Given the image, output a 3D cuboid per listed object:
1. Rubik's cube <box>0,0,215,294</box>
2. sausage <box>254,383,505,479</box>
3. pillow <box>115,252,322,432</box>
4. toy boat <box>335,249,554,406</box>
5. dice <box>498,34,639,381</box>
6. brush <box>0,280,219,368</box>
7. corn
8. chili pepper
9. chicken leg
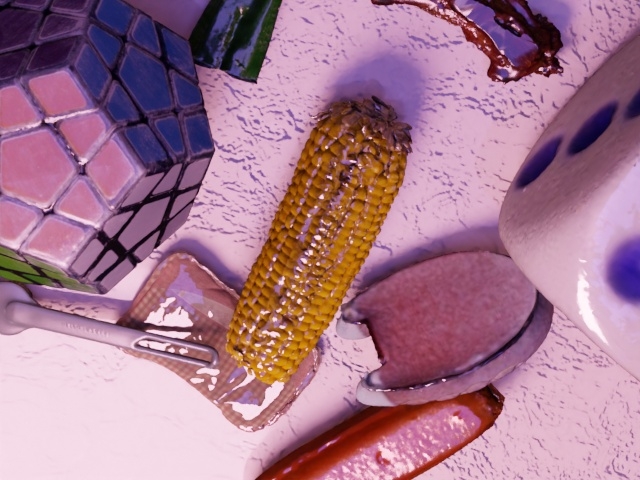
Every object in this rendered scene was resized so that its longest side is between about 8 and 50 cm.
[{"bbox_3d":[-0.260,-0.100,1.716,0.264,0.319,0.319,-25,107,33],"label":"Rubik's cube"},{"bbox_3d":[0.049,0.236,1.915,0.330,0.102,0.102,-32,105,10],"label":"sausage"},{"bbox_3d":[-0.109,0.112,1.906,0.211,0.034,0.135,35,102,-12],"label":"pillow"},{"bbox_3d":[0.136,0.096,1.863,0.227,0.155,0.085,-21,147,5],"label":"toy boat"},{"bbox_3d":[0.382,-0.020,1.751,0.304,0.277,0.304,38,102,-14],"label":"dice"},{"bbox_3d":[-0.234,0.095,1.883,0.266,0.027,0.062,14,109,4],"label":"brush"},{"bbox_3d":[0.000,0.000,1.828,0.115,0.115,0.318,23,100,-8],"label":"corn"},{"bbox_3d":[-0.060,-0.274,1.779,0.088,0.059,0.227,25,102,5],"label":"chili pepper"},{"bbox_3d":[0.155,-0.227,1.799,0.219,0.048,0.089,31,101,-10],"label":"chicken leg"}]
